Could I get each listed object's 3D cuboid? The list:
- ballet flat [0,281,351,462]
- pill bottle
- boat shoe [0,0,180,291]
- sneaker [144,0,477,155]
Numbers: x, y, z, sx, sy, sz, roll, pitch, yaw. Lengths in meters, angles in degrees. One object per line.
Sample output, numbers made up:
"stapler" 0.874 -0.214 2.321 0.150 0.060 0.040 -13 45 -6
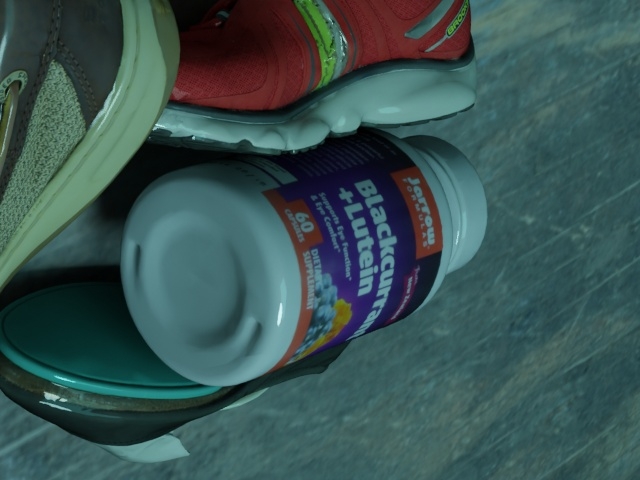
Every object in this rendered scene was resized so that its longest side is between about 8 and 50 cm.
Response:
"ballet flat" -0.073 0.068 0.968 0.280 0.095 0.096 -12 139 -47
"pill bottle" 0.000 0.000 0.927 0.193 0.108 0.108 -19 131 -49
"boat shoe" -0.192 0.021 0.695 0.342 0.123 0.123 -49 164 17
"sneaker" -0.026 -0.110 0.898 0.279 0.107 0.118 -17 111 -48
